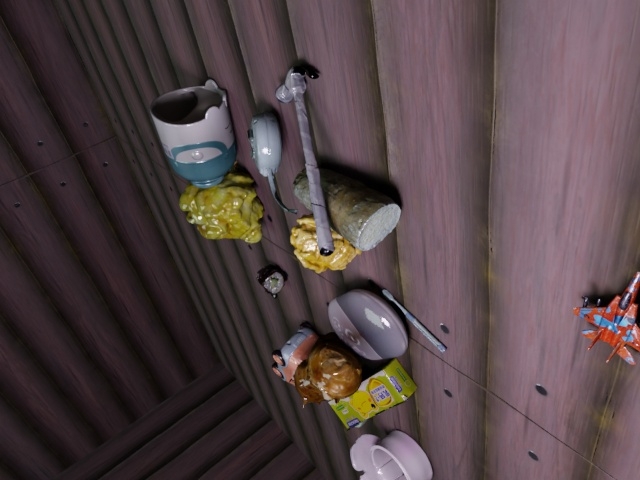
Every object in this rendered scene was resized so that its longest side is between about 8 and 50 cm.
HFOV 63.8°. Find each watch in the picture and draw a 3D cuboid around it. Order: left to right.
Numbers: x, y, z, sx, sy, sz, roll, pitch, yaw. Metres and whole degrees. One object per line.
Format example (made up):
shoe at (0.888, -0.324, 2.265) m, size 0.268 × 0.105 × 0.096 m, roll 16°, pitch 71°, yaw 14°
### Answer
watch at (0.239, 0.760, 1.756) m, size 0.244 × 0.196 × 0.231 m, roll 55°, pitch 149°, yaw 14°

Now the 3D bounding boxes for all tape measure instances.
tape measure at (-0.126, -0.192, 1.274) m, size 0.330 × 0.084 × 0.164 m, roll -107°, pitch 8°, yaw -45°

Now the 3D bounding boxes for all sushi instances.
sushi at (-0.178, 0.146, 1.896) m, size 0.084 × 0.094 × 0.098 m, roll 29°, pitch 160°, yaw 52°

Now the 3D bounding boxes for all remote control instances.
remote control at (0.126, 0.237, 1.432) m, size 0.221 × 0.103 × 0.332 m, roll 50°, pitch 154°, yaw 0°

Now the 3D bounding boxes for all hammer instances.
hammer at (-0.024, -0.173, 1.122) m, size 0.152 × 0.044 × 0.426 m, roll -22°, pitch 77°, yaw 63°

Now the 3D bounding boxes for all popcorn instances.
popcorn at (-0.309, -0.097, 1.698) m, size 0.242 × 0.235 × 0.250 m, roll 16°, pitch 148°, yaw 31°
popcorn at (0.015, 0.011, 1.289) m, size 0.163 × 0.140 × 0.194 m, roll 35°, pitch -171°, yaw 16°

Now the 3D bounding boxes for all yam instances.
yam at (0.043, -0.085, 1.172) m, size 0.330 × 0.133 × 0.133 m, roll 35°, pitch 147°, yaw 46°

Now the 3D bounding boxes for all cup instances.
cup at (-0.374, -0.340, 1.570) m, size 0.257 × 0.220 × 0.289 m, roll 84°, pitch 174°, yaw -45°

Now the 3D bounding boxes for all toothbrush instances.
toothbrush at (0.233, 0.201, 1.296) m, size 0.219 × 0.016 × 0.019 m, roll 44°, pitch 154°, yaw 26°

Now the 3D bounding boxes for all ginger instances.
ginger at (0.018, 0.414, 1.575) m, size 0.176 × 0.254 × 0.418 m, roll 29°, pitch 173°, yaw -3°

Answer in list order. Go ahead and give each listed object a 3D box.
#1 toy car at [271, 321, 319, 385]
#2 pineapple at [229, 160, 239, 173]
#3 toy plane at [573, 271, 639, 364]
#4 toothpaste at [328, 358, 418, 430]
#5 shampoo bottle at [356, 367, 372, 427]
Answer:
toy car at (-0.050, 0.463, 1.952) m, size 0.212 × 0.180 × 0.270 m, roll 37°, pitch 149°, yaw 18°
pineapple at (-0.297, -0.248, 1.733) m, size 0.083 × 0.019 × 0.045 m, roll 14°, pitch 129°, yaw 52°
toy plane at (0.443, 0.106, 0.751) m, size 0.130 × 0.061 × 0.189 m, roll 38°, pitch 145°, yaw 38°
toothpaste at (0.153, 0.477, 1.582) m, size 0.110 × 0.077 × 0.327 m, roll 53°, pitch 136°, yaw 10°
shampoo bottle at (0.131, 0.552, 1.825) m, size 0.134 × 0.078 × 0.359 m, roll 46°, pitch 153°, yaw 25°
